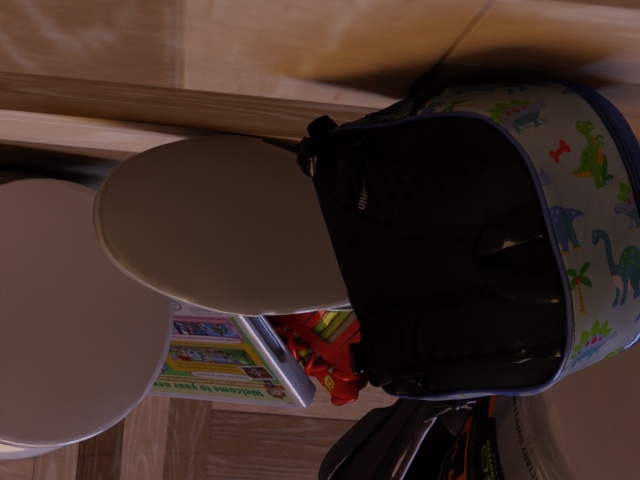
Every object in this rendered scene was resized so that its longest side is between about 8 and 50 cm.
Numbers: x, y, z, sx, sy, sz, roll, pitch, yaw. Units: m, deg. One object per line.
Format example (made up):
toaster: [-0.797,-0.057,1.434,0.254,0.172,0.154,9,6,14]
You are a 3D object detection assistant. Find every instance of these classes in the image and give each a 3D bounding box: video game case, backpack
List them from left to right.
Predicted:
video game case: [-0.131,0.054,1.076,0.212,0.023,0.193,0,138,35]
backpack: [0.062,-0.003,0.482,0.084,0.105,0.114,-18,-174,-31]

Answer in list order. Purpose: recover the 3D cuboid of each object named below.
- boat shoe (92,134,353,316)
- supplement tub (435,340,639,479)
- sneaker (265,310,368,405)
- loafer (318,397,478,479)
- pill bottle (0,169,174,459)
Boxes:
boat shoe: [0.000,0.000,0.666,0.219,0.078,0.070,5,173,-21]
supplement tub: [0.175,0.138,0.789,0.207,0.207,0.338,5,153,-4]
sneaker: [0.003,0.065,1.102,0.279,0.118,0.107,5,174,-1]
loafer: [0.105,0.133,1.042,0.109,0.095,0.302,16,131,-28]
pill bottle: [-0.193,0.043,0.837,0.160,0.160,0.283,7,173,-24]
